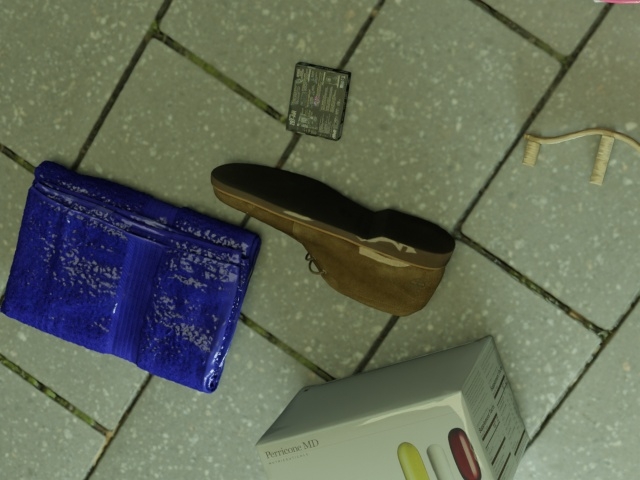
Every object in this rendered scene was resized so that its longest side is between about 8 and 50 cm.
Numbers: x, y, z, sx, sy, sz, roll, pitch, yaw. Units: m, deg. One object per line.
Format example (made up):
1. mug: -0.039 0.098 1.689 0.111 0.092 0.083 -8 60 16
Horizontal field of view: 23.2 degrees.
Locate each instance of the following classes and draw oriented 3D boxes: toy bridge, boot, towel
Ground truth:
1. toy bridge: 0.324 -0.096 1.787 0.188 0.026 0.063 16 106 11
2. boot: 0.000 0.000 1.867 0.305 0.112 0.115 23 120 6
3. towel: -0.246 0.049 1.958 0.308 0.076 0.228 20 108 10

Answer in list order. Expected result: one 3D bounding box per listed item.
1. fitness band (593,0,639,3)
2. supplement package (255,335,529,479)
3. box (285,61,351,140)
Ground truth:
1. fitness band: 0.357 -0.360 1.653 0.290 0.054 0.209 -4 104 15
2. supplement package: 0.089 0.240 1.848 0.261 0.204 0.145 -18 99 20
3. box: -0.003 -0.166 1.862 0.067 0.018 0.083 12 108 12
